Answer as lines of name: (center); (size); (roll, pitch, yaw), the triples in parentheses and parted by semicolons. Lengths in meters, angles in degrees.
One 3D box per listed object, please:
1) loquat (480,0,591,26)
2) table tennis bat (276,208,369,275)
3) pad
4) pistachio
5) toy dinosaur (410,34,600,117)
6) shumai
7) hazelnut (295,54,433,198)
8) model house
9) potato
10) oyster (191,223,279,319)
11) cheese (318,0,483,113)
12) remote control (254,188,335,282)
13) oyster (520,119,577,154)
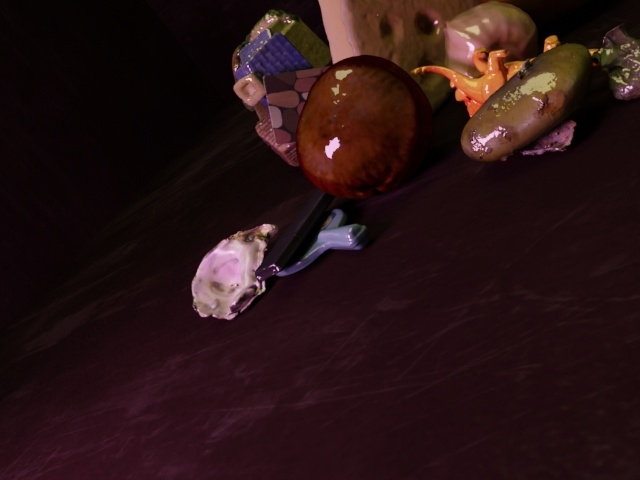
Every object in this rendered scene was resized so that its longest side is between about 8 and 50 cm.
loquat: (0.393, -0.513, 1.113); (0.276, 0.276, 0.284); (-36, -2, 6)
table tennis bat: (0.000, 0.000, 0.983); (0.149, 0.038, 0.237); (-46, 18, -22)
pad: (0.008, -0.290, 1.312); (0.235, 0.158, 0.003); (-10, -12, -7)
pistachio: (0.265, -0.308, 1.011); (0.157, 0.157, 0.229); (-31, 14, 21)
toy dinosaur: (0.260, -0.214, 0.881); (0.289, 0.117, 0.070); (-1, 27, 36)
shumai: (0.371, -0.220, 0.747); (0.083, 0.080, 0.082); (-35, 22, 7)
hazelnut: (0.070, -0.171, 1.003); (0.230, 0.229, 0.229); (-33, 21, 14)
model house: (-0.089, -0.330, 1.467); (0.261, 0.321, 0.266); (-34, 21, 30)
potato: (0.253, -0.167, 0.779); (0.188, 0.085, 0.105); (-40, 15, 28)
oyster: (-0.130, 0.052, 1.049); (0.191, 0.081, 0.163); (-46, 45, -4)
cheese: (0.146, -0.349, 1.185); (0.384, 0.384, 0.104); (-47, 16, -22)
remote control: (-0.032, -0.020, 1.015); (0.063, 0.025, 0.245); (-25, 21, 39)
oyster: (0.282, -0.122, 0.780); (0.083, 0.019, 0.054); (-9, 40, 53)
